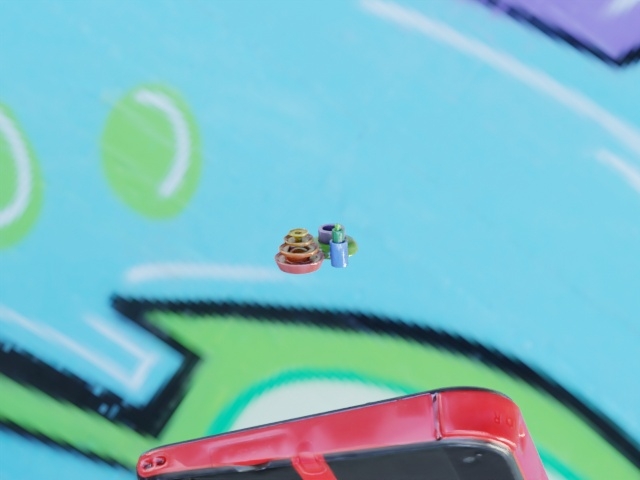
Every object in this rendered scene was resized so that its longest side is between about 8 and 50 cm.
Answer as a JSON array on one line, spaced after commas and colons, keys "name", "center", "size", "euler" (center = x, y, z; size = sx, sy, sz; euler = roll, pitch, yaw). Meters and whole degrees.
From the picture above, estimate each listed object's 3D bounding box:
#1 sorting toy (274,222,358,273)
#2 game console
[{"name": "sorting toy", "center": [0.000, 0.000, 1.854], "size": [0.061, 0.042, 0.102], "euler": [12, 24, 34]}, {"name": "game console", "center": [0.043, 0.248, 1.830], "size": [0.386, 0.342, 0.060], "euler": [62, 23, -58]}]
